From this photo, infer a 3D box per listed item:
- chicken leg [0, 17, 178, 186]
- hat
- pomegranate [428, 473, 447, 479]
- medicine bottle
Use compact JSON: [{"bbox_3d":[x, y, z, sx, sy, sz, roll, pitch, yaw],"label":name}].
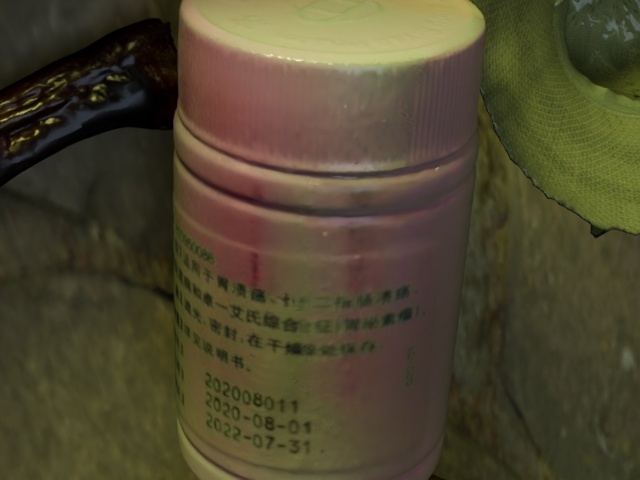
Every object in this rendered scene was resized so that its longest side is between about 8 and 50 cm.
[{"bbox_3d":[-0.248,-0.033,0.592,0.407,0.096,0.158,-12,141,-33],"label":"chicken leg"},{"bbox_3d":[0.182,-0.134,0.716,0.252,0.110,0.252,-5,112,-12],"label":"hat"},{"bbox_3d":[0.029,0.255,0.750,0.264,0.264,0.264,-8,114,-18],"label":"pomegranate"},{"bbox_3d":[0.000,0.000,0.664,0.152,0.152,0.254,-7,120,-19],"label":"medicine bottle"}]
